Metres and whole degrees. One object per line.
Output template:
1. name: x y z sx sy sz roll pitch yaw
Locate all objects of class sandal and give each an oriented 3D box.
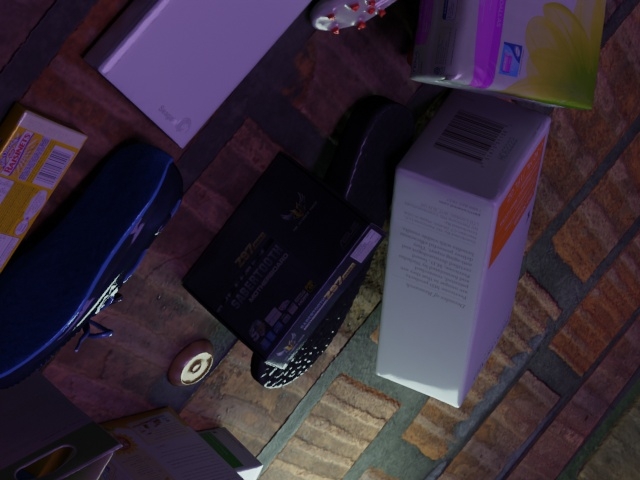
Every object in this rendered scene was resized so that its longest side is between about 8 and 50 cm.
1. sandal: 0.002 -0.001 1.937 0.167 0.107 0.445 22 93 -56

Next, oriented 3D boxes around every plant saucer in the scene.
1. plant saucer: -0.184 0.182 1.953 0.083 0.015 0.083 -32 144 -27

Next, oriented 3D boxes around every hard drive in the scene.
1. hard drive: -0.112 -0.270 1.546 0.307 0.040 0.203 -50 149 -3

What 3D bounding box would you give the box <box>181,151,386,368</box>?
1. box: -0.051 0.025 1.795 0.232 0.183 0.059 -52 148 4

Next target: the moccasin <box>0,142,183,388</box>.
1. moccasin: -0.271 0.046 1.585 0.342 0.138 0.117 -46 153 -6

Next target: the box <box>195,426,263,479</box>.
1. box: -0.165 0.361 2.082 0.087 0.101 0.102 -1 123 -52

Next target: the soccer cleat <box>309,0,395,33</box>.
1. soccer cleat: 0.070 -0.328 1.700 0.196 0.076 0.068 -27 158 0

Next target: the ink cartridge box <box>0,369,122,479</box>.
1. ink cartridge box: -0.363 0.233 1.564 0.171 0.235 0.056 -27 134 -34

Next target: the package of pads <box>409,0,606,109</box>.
1. package of pads: 0.261 -0.308 1.813 0.296 0.101 0.229 6 93 -41

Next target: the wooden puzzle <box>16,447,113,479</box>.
1. wooden puzzle: -0.383 0.285 1.559 0.221 0.239 0.044 -66 148 -69

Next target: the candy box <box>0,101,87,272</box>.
1. candy box: -0.350 -0.049 1.486 0.206 0.027 0.105 -55 146 8

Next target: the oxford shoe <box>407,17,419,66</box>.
1. oxford shoe: 0.241 -0.311 1.904 0.271 0.097 0.098 -24 134 -36

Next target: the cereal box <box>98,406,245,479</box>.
1. cereal box: -0.205 0.332 1.866 0.173 0.240 0.047 -7 128 -48

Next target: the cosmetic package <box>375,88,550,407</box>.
1. cosmetic package: 0.213 0.017 2.083 0.230 0.161 0.453 -53 157 -40
